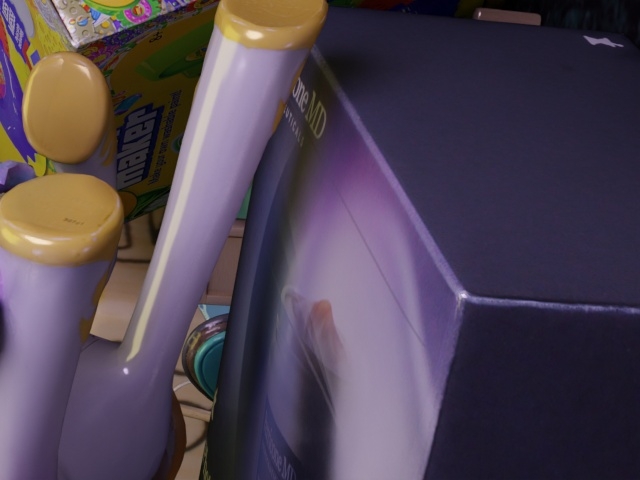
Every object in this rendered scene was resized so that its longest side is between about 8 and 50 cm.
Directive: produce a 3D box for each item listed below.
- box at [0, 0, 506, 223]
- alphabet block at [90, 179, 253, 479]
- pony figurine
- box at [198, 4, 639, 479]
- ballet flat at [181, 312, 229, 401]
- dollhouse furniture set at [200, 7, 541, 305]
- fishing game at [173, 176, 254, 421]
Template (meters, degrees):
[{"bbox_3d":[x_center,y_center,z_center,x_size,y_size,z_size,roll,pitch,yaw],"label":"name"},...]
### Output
[{"bbox_3d":[-0.049,-0.162,0.969,0.177,0.279,0.290,62,163,12],"label":"box"},{"bbox_3d":[-0.086,0.055,1.333,0.193,0.197,0.192,-103,23,-49],"label":"alphabet block"},{"bbox_3d":[-0.115,0.113,0.701,0.351,0.303,0.363,-53,-23,-57],"label":"pony figurine"},{"bbox_3d":[0.066,0.086,0.800,0.296,0.183,0.294,-117,35,-61],"label":"box"},{"bbox_3d":[-0.001,0.070,1.027,0.074,0.203,0.074,-26,52,39],"label":"ballet flat"},{"bbox_3d":[0.017,-0.051,1.002,0.101,0.182,0.160,-141,57,-70],"label":"dollhouse furniture set"},{"bbox_3d":[0.000,0.000,1.155,0.189,0.041,0.264,0,64,48],"label":"fishing game"}]
